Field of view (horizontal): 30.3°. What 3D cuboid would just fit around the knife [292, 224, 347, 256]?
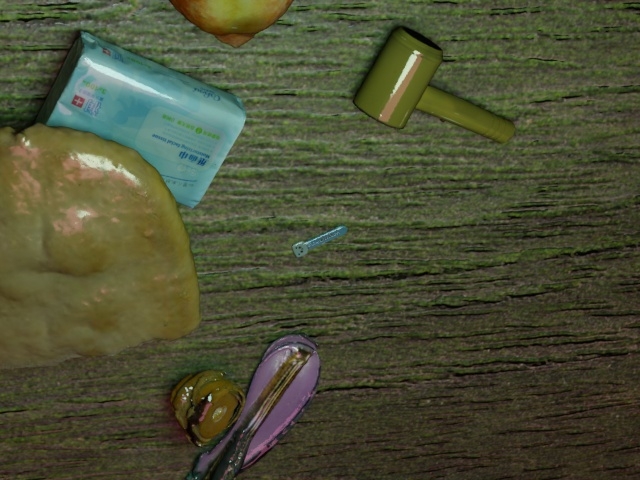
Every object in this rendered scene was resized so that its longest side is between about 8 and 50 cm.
[{"bbox_3d":[0.000,0.000,1.931,0.096,0.010,0.027,-25,124,-1],"label":"knife"}]

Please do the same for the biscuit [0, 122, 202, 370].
[{"bbox_3d":[-0.393,0.027,1.715,0.429,0.104,0.446,0,129,-2],"label":"biscuit"}]

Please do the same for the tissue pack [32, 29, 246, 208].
[{"bbox_3d":[-0.261,-0.168,1.710,0.263,0.089,0.177,21,114,-25],"label":"tissue pack"}]

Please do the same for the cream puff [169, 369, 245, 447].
[{"bbox_3d":[-0.194,0.275,1.980,0.119,0.104,0.133,-23,138,-42],"label":"cream puff"}]

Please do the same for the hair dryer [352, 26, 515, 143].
[{"bbox_3d":[0.195,-0.220,1.825,0.279,0.090,0.135,18,111,-32],"label":"hair dryer"}]

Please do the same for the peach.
[{"bbox_3d":[-0.115,-0.377,1.556,0.232,0.232,0.256,-11,131,-10],"label":"peach"}]

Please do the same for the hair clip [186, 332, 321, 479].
[{"bbox_3d":[-0.105,0.314,2.059,0.110,0.095,0.358,35,99,6],"label":"hair clip"}]
